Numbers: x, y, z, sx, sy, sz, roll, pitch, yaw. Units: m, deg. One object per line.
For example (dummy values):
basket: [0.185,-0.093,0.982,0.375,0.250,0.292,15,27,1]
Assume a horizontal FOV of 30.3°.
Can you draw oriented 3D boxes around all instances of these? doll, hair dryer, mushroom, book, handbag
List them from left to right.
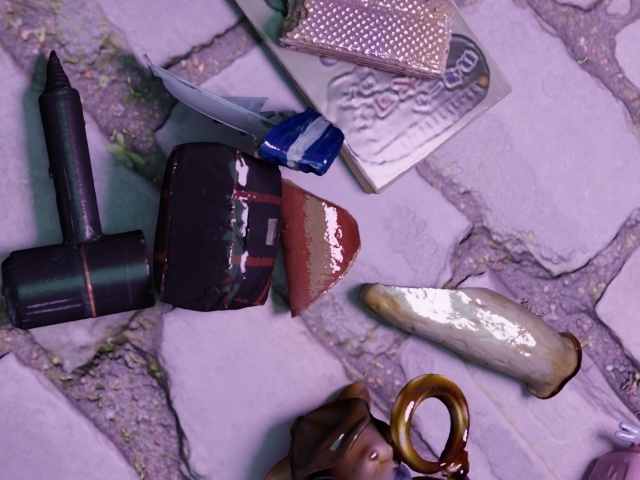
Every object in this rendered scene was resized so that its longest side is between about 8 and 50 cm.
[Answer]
hair dryer: [-0.337,-0.070,1.524,0.189,0.107,0.352,-11,86,-11]
handbag: [-0.126,-0.015,1.526,0.155,0.169,0.215,6,92,13]
book: [0.066,-0.284,1.632,0.260,0.043,0.371,-38,99,-10]
doll: [0.094,0.362,1.570,0.318,0.209,0.340,-34,96,-14]
mushroom: [0.218,0.118,1.659,0.333,0.087,0.107,27,86,-11]

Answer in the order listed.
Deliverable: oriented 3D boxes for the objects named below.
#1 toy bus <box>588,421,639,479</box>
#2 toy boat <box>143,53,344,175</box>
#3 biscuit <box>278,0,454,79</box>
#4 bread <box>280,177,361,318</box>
toy bus: [0.512,0.402,1.689,0.294,0.197,0.232,17,77,-12]
toy boat: [-0.091,-0.170,1.549,0.291,0.210,0.070,34,108,28]
biscuit: [0.060,-0.291,1.581,0.238,0.062,0.108,11,85,-14]
bread: [0.000,0.000,1.609,0.119,0.067,0.192,-10,94,-13]
